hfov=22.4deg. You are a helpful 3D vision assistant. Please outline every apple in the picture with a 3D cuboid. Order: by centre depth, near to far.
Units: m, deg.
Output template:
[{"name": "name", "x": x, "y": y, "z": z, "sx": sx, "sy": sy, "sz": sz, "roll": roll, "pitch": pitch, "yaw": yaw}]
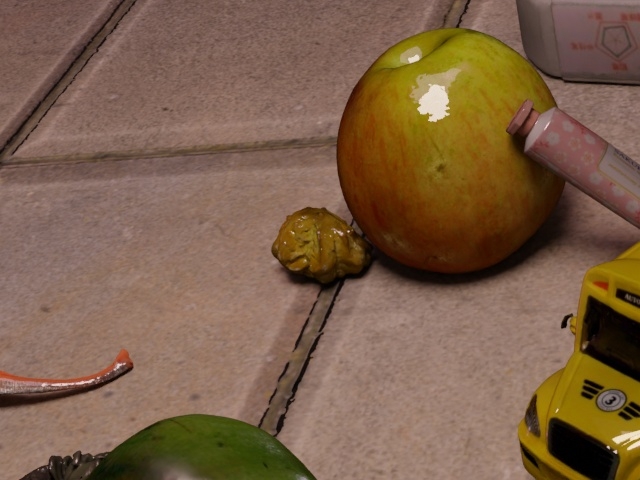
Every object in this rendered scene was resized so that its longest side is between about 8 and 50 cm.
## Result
[{"name": "apple", "x": 0.106, "y": -0.079, "z": 1.324, "sx": 0.196, "sy": 0.196, "sz": 0.196, "roll": -11, "pitch": 31, "yaw": 7}]

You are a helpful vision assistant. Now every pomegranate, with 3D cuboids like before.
[{"name": "pomegranate", "x": -0.045, "y": 0.194, "z": 0.975, "sx": 0.225, "sy": 0.187, "sz": 0.187, "roll": -9, "pitch": 21, "yaw": -40}]

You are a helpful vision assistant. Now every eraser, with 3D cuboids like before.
[{"name": "eraser", "x": 0.332, "y": -0.190, "z": 1.484, "sx": 0.351, "sy": 0.089, "sz": 0.061, "roll": 7, "pitch": 35, "yaw": 32}]

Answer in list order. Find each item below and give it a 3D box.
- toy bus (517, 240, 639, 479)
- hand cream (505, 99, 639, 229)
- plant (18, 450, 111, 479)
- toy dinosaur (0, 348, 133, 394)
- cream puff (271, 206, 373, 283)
[{"name": "toy bus", "x": 0.277, "y": 0.049, "z": 1.062, "sx": 0.331, "sy": 0.151, "sz": 0.145, "roll": -32, "pitch": 37, "yaw": -26}, {"name": "hand cream", "x": 0.236, "y": -0.038, "z": 1.229, "sx": 0.209, "sy": 0.043, "sz": 0.067, "roll": 33, "pitch": 39, "yaw": -2}, {"name": "plant", "x": -0.176, "y": 0.197, "z": 1.095, "sx": 0.143, "sy": 0.092, "sz": 0.094, "roll": -23, "pitch": 23, "yaw": -1}, {"name": "toy dinosaur", "x": -0.295, "y": 0.104, "z": 1.330, "sx": 0.279, "sy": 0.055, "sz": 0.101, "roll": -14, "pitch": 46, "yaw": 1}, {"name": "cream puff", "x": 0.000, "y": 0.000, "z": 1.355, "sx": 0.083, "sy": 0.058, "sz": 0.083, "roll": -16, "pitch": 29, "yaw": -5}]
